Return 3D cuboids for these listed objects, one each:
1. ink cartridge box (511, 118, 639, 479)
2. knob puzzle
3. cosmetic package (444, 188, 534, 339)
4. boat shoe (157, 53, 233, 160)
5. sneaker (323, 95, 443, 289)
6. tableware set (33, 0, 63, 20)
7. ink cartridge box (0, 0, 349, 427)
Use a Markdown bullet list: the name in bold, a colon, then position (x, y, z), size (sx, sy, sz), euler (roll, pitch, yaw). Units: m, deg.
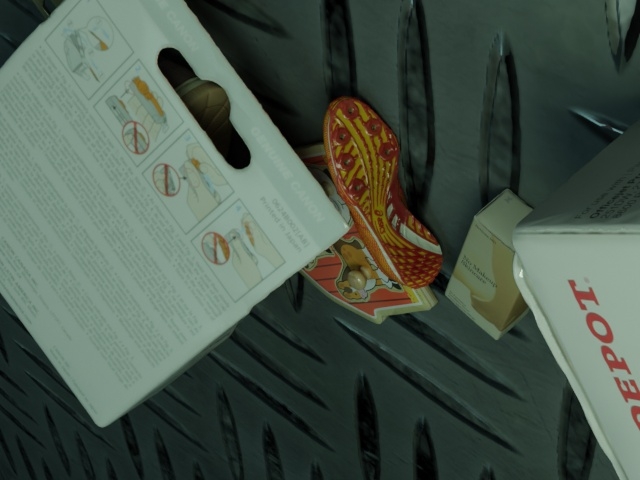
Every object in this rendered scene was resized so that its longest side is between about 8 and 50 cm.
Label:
- **ink cartridge box**: position (0.325, 0.071, 0.716), size (0.395, 0.166, 0.285), euler (2, 125, 55)
- **knob puzzle**: position (0.000, 0.000, 1.280), size (0.213, 0.030, 0.213), euler (37, 150, 26)
- **cosmetic package**: position (0.137, 0.020, 1.080), size (0.060, 0.041, 0.115), euler (41, 152, 19)
- **boat shoe**: position (-0.149, -0.067, 1.357), size (0.092, 0.103, 0.285), euler (46, 150, 21)
- **sneaker**: position (0.038, -0.036, 1.144), size (0.067, 0.064, 0.175), euler (24, 141, 58)
- **tableware set**: position (-0.247, -0.282, 1.304), size (0.128, 0.039, 0.194), euler (-7, 125, 46)
- **ink cartridge box**: position (-0.163, -0.047, 1.266), size (0.385, 0.091, 0.308), euler (-39, 86, 38)
